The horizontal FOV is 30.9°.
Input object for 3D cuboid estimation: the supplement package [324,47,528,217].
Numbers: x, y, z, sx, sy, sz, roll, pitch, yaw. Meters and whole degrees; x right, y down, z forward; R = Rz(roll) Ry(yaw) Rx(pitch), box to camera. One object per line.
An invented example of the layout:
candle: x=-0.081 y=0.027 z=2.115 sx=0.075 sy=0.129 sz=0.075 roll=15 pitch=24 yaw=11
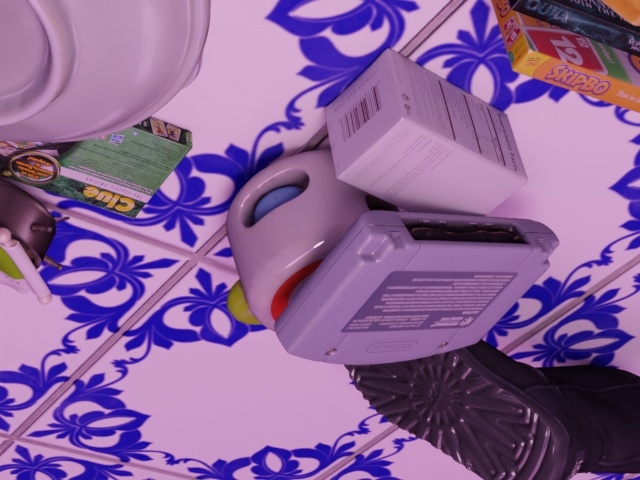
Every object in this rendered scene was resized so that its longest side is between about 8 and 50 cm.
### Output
supplement package: x=0.109 y=-0.099 z=1.201 sx=0.179 sy=0.105 sz=0.105 roll=23 pitch=131 yaw=-33

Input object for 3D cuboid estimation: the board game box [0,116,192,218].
board game box: x=-0.277 y=-0.105 z=1.191 sx=0.259 sy=0.030 sz=0.136 roll=19 pitch=133 yaw=-30

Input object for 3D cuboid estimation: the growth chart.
growth chart: x=-0.401 y=0.010 z=1.243 sx=0.237 sy=0.021 sz=0.172 roll=9 pitch=152 yaw=22

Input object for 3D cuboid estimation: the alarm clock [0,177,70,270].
alarm clock: x=-0.365 y=-0.029 z=1.230 sx=0.192 sy=0.064 sz=0.129 roll=17 pitch=155 yaw=1

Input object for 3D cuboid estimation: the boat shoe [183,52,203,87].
boat shoe: x=-0.164 y=-0.215 z=1.017 sx=0.096 sy=0.088 sz=0.267 roll=-9 pitch=142 yaw=1

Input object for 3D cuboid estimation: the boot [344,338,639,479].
boot: x=0.276 y=0.188 z=1.537 sx=0.445 sy=0.367 sz=0.146 roll=2 pitch=122 yaw=-49

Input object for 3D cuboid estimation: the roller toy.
roller toy: x=0.000 y=0.000 z=1.278 sx=0.209 sy=0.146 sz=0.191 roll=-5 pitch=142 yaw=-21

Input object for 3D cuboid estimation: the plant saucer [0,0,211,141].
plant saucer: x=-0.292 y=-0.198 z=0.922 sx=0.400 sy=0.101 sz=0.400 roll=9 pitch=141 yaw=7

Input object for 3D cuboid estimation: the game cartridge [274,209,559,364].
game cartridge: x=0.100 y=0.054 z=1.225 sx=0.297 sy=0.062 sz=0.198 roll=2 pitch=141 yaw=-43

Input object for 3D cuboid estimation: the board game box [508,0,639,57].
board game box: x=0.238 y=-0.229 z=1.039 sx=0.186 sy=0.126 sz=0.026 roll=13 pitch=138 yaw=-26

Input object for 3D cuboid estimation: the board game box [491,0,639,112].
board game box: x=0.283 y=-0.179 z=1.112 sx=0.259 sy=0.124 sz=0.039 roll=15 pitch=137 yaw=-27

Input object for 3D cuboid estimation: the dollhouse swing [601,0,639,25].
dollhouse swing: x=0.301 y=-0.371 z=0.807 sx=0.315 sy=0.305 sz=0.347 roll=40 pitch=129 yaw=4
